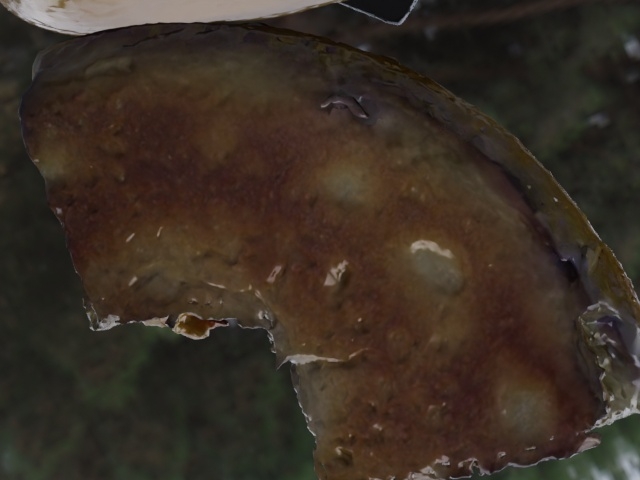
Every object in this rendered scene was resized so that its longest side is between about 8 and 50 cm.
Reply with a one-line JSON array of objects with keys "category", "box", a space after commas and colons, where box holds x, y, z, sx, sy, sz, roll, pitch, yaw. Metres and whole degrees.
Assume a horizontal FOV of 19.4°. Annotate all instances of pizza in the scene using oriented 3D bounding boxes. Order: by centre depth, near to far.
[{"category": "pizza", "box": [0.000, 0.000, 0.768, 0.161, 0.305, 0.085, -63, 162, 8]}]

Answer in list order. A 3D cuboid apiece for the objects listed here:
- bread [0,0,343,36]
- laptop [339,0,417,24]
[{"category": "bread", "box": [-0.047, -0.272, 1.138, 0.376, 0.253, 0.348, -14, -139, -15]}, {"category": "laptop", "box": [0.017, -0.265, 1.586, 0.197, 0.016, 0.135, 25, -106, 23]}]
